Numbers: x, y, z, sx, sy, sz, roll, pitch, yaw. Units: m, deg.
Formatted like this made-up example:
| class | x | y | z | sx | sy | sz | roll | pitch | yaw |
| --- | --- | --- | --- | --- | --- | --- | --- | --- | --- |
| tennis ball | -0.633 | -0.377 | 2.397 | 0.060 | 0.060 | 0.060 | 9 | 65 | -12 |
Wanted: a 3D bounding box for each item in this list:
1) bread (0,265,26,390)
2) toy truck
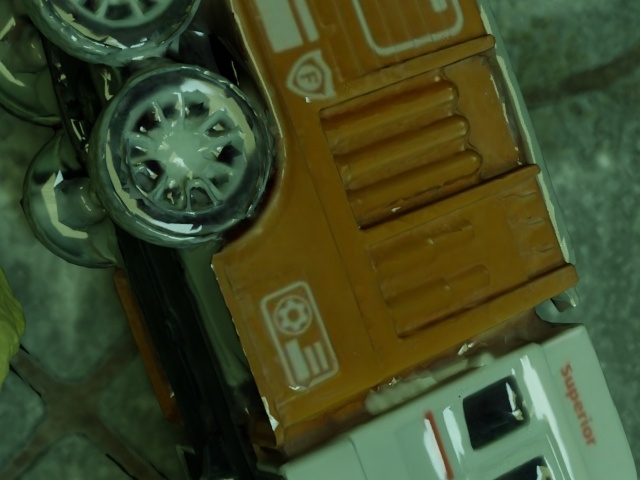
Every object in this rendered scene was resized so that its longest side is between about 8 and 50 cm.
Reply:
| class | x | y | z | sx | sy | sz | roll | pitch | yaw |
| --- | --- | --- | --- | --- | --- | --- | --- | --- | --- |
| bread | -0.290 | 0.024 | 0.524 | 0.236 | 0.198 | 0.263 | -30 | 111 | 20 |
| toy truck | 0.000 | 0.000 | 0.565 | 0.207 | 0.173 | 0.387 | -21 | 94 | -22 |
